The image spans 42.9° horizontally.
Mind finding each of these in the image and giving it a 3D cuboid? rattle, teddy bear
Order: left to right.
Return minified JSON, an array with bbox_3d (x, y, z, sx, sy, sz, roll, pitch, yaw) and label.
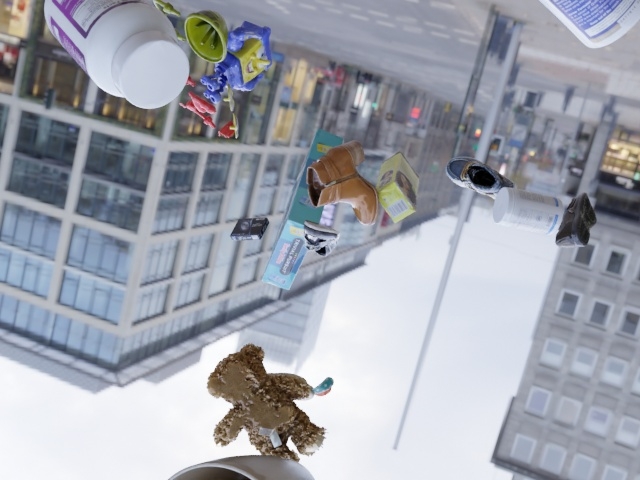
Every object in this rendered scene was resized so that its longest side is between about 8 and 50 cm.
[{"bbox_3d":[-0.131,0.399,1.896,0.338,0.245,0.113,36,-179,-14],"label":"teddy bear"},{"bbox_3d":[-0.059,0.406,2.027,0.199,0.130,0.143,17,-147,-20],"label":"rattle"}]

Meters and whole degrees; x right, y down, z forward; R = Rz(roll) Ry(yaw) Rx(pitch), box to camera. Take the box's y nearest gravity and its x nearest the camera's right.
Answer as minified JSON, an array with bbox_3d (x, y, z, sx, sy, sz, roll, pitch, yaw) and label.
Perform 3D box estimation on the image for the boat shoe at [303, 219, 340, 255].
[{"bbox_3d":[0.000,0.000,1.763,0.075,0.065,0.206,21,179,10],"label":"boat shoe"}]

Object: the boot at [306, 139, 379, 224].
[{"bbox_3d":[0.042,-0.098,1.695,0.073,0.197,0.152,0,-155,43],"label":"boot"}]

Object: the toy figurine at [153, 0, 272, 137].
[{"bbox_3d":[-0.196,-0.420,1.753,0.191,0.217,0.362,33,155,22],"label":"toy figurine"}]

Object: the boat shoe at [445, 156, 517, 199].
[{"bbox_3d":[0.313,-0.138,1.660,0.083,0.065,0.183,24,-175,-46],"label":"boat shoe"}]

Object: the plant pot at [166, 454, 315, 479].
[{"bbox_3d":[-0.108,0.459,1.349,0.256,0.256,0.274,18,-173,18],"label":"plant pot"}]

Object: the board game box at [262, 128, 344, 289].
[{"bbox_3d":[-0.043,-0.080,2.079,0.079,0.254,0.336,20,-131,-5],"label":"board game box"}]

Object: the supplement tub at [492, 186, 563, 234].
[{"bbox_3d":[0.370,-0.052,1.451,0.107,0.071,0.071,12,-170,-9],"label":"supplement tub"}]

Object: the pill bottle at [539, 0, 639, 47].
[{"bbox_3d":[0.331,-0.351,1.064,0.186,0.112,0.112,35,-178,-20],"label":"pill bottle"}]

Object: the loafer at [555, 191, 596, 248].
[{"bbox_3d":[0.594,-0.049,1.920,0.078,0.080,0.220,-18,-165,32],"label":"loafer"}]

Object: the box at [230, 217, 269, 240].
[{"bbox_3d":[-0.177,-0.028,2.043,0.083,0.018,0.067,-2,-138,25],"label":"box"}]

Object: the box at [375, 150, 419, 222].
[{"bbox_3d":[0.176,-0.125,1.851,0.087,0.058,0.232,53,-160,-15],"label":"box"}]

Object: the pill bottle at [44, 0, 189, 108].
[{"bbox_3d":[-0.353,-0.355,1.427,0.169,0.169,0.301,4,-148,-45],"label":"pill bottle"}]
